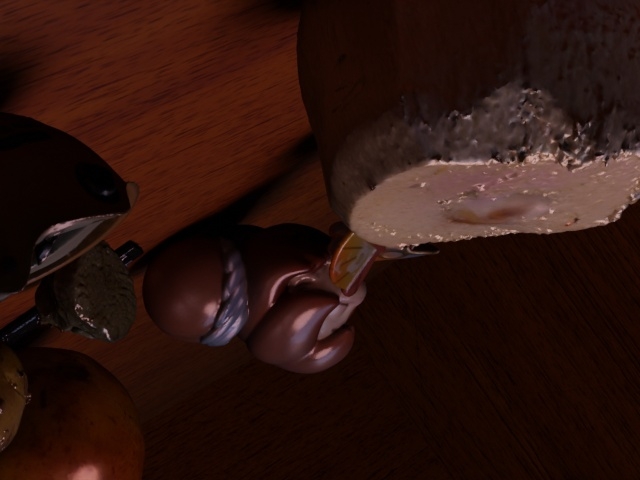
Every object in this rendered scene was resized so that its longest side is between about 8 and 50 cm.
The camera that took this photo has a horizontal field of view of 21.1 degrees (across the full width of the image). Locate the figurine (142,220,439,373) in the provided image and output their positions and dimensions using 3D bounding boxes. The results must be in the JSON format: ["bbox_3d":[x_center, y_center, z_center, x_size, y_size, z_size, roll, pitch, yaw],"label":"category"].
[{"bbox_3d":[0.000,0.001,2.047,0.388,0.248,0.276,-47,167,19],"label":"figurine"}]

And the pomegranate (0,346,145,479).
[{"bbox_3d":[-0.331,0.252,1.971,0.264,0.264,0.264,-34,174,-4],"label":"pomegranate"}]

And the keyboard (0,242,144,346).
[{"bbox_3d":[-0.285,0.065,1.895,0.204,0.013,0.061,-34,173,0],"label":"keyboard"}]

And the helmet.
[{"bbox_3d":[-0.229,-0.010,1.111,0.198,0.130,0.224,-34,-175,33],"label":"helmet"}]

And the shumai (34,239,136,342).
[{"bbox_3d":[-0.248,0.053,1.723,0.087,0.099,0.124,-9,147,23],"label":"shumai"}]

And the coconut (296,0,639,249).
[{"bbox_3d":[0.121,-0.141,1.356,0.297,0.255,0.297,-3,162,-1],"label":"coconut"}]

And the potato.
[{"bbox_3d":[-0.370,0.166,1.712,0.176,0.137,0.137,-26,170,-43],"label":"potato"}]
